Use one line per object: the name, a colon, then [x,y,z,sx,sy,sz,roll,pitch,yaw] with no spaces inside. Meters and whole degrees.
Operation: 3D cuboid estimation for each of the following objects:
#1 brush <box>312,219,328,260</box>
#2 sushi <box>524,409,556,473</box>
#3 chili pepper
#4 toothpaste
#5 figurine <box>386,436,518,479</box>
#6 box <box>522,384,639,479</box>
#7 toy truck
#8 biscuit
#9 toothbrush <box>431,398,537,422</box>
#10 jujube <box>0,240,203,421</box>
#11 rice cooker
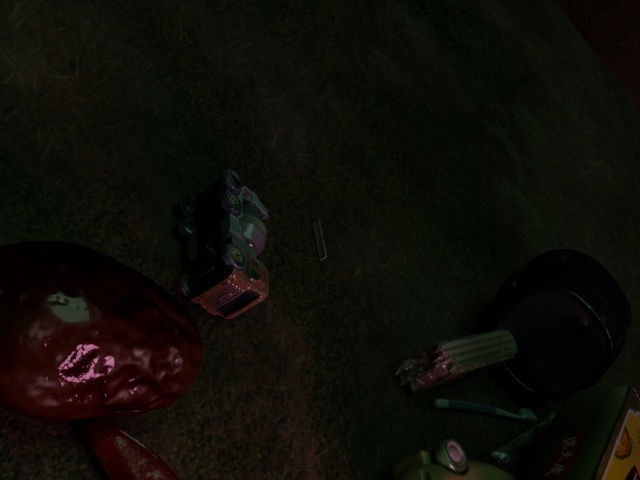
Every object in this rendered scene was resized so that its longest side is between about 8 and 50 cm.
brush: [0.000,0.000,2.074,0.013,0.016,0.083,32,36,-44]
sushi: [0.462,0.382,2.092,0.291,0.131,0.139,21,77,-38]
chili pepper: [-0.245,0.284,1.496,0.169,0.065,0.088,48,47,10]
toothpaste: [0.374,0.363,2.119,0.064,0.041,0.218,47,35,18]
figurine: [0.226,0.430,1.815,0.325,0.124,0.222,20,43,-41]
box: [0.469,0.500,1.866,0.420,0.138,0.373,60,40,-15]
toy truck: [-0.137,0.004,1.845,0.140,0.108,0.256,39,30,-38]
biscuit: [0.238,0.208,2.055,0.239,0.108,0.061,-4,66,-50]
toothbrush: [0.291,0.297,2.105,0.276,0.019,0.025,14,41,-40]
jujube: [-0.296,0.119,1.479,0.318,0.223,0.223,21,42,-46]
rice cooker: [0.438,0.153,2.213,0.267,0.267,0.224,47,27,-3]
